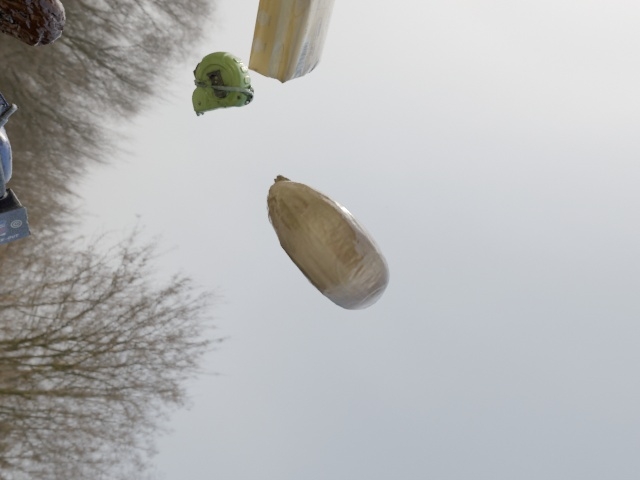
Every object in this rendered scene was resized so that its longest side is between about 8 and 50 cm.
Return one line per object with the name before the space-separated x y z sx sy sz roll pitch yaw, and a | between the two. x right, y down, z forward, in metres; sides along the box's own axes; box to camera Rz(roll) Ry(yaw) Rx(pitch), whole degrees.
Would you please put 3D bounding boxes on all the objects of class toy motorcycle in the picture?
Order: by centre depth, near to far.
toy motorcycle | -0.598 -0.172 0.885 0.212 0.125 0.359 46 -41 22

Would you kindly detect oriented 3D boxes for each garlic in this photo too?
garlic | 0.007 0.005 0.575 0.087 0.195 0.101 -45 -176 -4

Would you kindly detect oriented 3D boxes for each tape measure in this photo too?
tape measure | -0.258 -0.412 1.326 0.177 0.087 0.154 -1 -70 20

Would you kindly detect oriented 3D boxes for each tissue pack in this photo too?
tissue pack | -0.036 -0.387 0.826 0.186 0.090 0.222 -58 166 -55

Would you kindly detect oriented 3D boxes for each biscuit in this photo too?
biscuit | -0.486 -0.369 0.765 0.192 0.192 0.050 -10 -122 45
